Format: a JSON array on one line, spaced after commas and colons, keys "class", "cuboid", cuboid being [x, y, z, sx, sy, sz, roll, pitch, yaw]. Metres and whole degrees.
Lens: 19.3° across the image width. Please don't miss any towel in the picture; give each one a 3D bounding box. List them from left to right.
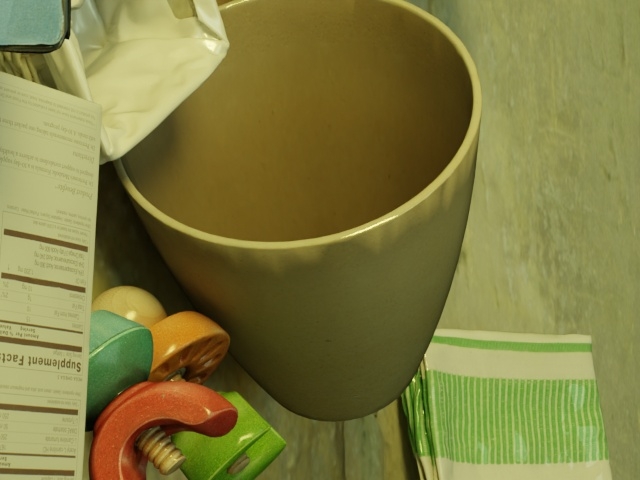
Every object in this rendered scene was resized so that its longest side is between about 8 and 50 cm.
[{"class": "towel", "cuboid": [0.188, 0.239, 1.699, 0.248, 0.038, 0.325, 4, 70, -39]}]

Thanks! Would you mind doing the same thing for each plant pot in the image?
[{"class": "plant pot", "cuboid": [0.000, 0.000, 1.376, 0.274, 0.256, 0.256, 79, 28, -47]}]

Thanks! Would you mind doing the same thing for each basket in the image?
[{"class": "basket", "cuboid": [-0.152, -0.132, 1.230, 0.167, 0.103, 0.113, -51, 130, -49]}]

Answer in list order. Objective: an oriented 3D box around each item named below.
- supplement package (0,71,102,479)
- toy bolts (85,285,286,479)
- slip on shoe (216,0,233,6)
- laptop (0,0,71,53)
[{"class": "supplement package", "cuboid": [-0.220, 0.033, 1.068, 0.134, 0.139, 0.244, 15, 75, -60]}, {"class": "toy bolts", "cuboid": [-0.150, 0.116, 1.208, 0.218, 0.158, 0.228, -41, 164, -8]}, {"class": "slip on shoe", "cuboid": [-0.062, -0.141, 1.443, 0.051, 0.041, 0.135, -17, 103, -59]}, {"class": "laptop", "cuboid": [-0.322, -0.294, 0.823, 0.408, 0.236, 0.382, 10, 79, -59]}]
